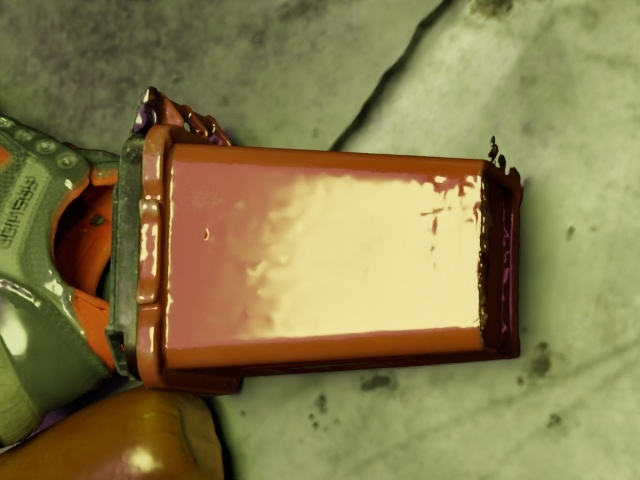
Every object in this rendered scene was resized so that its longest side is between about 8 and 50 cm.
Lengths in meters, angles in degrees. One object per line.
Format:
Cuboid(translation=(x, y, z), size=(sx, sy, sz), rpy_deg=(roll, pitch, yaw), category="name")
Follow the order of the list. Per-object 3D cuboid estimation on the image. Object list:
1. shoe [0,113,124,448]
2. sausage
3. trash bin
Cuboid(translation=(-0.200, -0.035, 1.209), size=(0.171, 0.132, 0.336), rpy_deg=(-22, 60, -2), category="shoe")
Cuboid(translation=(-0.186, 0.184, 1.184), size=(0.274, 0.105, 0.105), rpy_deg=(-28, 73, 17), category="sausage")
Cuboid(translation=(0.000, 0.000, 1.100), size=(0.239, 0.161, 0.184), rpy_deg=(-2, 83, 17), category="trash bin")
